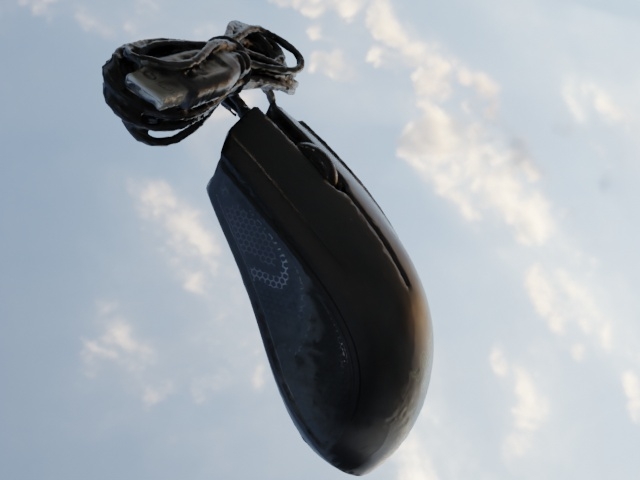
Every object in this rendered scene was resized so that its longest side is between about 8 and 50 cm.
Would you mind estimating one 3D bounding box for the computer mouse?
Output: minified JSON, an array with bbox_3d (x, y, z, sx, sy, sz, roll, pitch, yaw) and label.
[{"bbox_3d":[0.000,0.000,0.517,0.272,0.072,0.188,67,-155,-7],"label":"computer mouse"}]
